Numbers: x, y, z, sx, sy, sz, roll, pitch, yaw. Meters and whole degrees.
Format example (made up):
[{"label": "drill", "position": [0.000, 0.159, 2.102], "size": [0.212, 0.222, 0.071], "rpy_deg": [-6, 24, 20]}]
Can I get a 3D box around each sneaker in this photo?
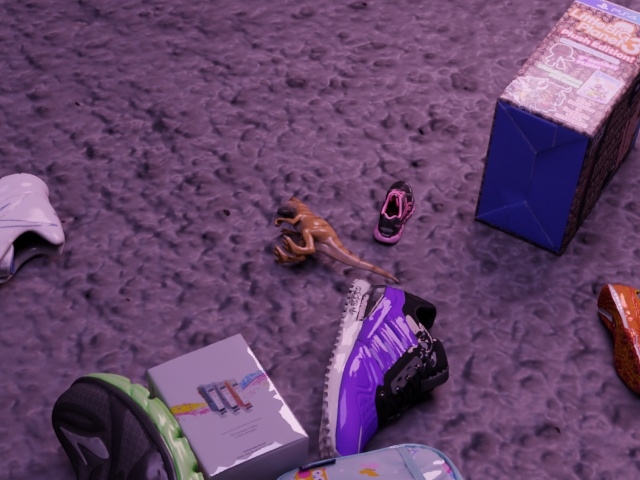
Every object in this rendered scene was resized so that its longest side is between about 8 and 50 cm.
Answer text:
[{"label": "sneaker", "position": [0.414, 0.123, 1.760], "size": [0.068, 0.064, 0.175], "rpy_deg": [6, 48, -11]}, {"label": "sneaker", "position": [-0.479, 0.008, 1.792], "size": [0.297, 0.111, 0.129], "rpy_deg": [-25, 58, -24]}, {"label": "sneaker", "position": [-0.215, 0.332, 1.435], "size": [0.202, 0.185, 0.482], "rpy_deg": [-12, 46, -20]}, {"label": "sneaker", "position": [0.108, -0.052, 1.915], "size": [0.047, 0.057, 0.119], "rpy_deg": [10, 45, 9]}, {"label": "sneaker", "position": [0.085, 0.166, 1.669], "size": [0.146, 0.102, 0.293], "rpy_deg": [10, 46, 6]}]

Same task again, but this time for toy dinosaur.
[{"label": "toy dinosaur", "position": [0.000, 0.000, 1.854], "size": [0.112, 0.064, 0.211], "rpy_deg": [-28, 54, -29]}]

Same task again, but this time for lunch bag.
[{"label": "lunch bag", "position": [0.077, 0.326, 1.454], "size": [0.224, 0.107, 0.279], "rpy_deg": [-12, 26, -12]}]

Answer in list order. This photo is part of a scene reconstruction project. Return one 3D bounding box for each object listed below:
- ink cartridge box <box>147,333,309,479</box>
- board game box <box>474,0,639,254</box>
[{"label": "ink cartridge box", "position": [-0.110, 0.226, 1.581], "size": [0.127, 0.128, 0.176], "rpy_deg": [-20, 49, -21]}, {"label": "board game box", "position": [0.358, -0.169, 1.922], "size": [0.141, 0.232, 0.291], "rpy_deg": [25, 50, 19]}]
